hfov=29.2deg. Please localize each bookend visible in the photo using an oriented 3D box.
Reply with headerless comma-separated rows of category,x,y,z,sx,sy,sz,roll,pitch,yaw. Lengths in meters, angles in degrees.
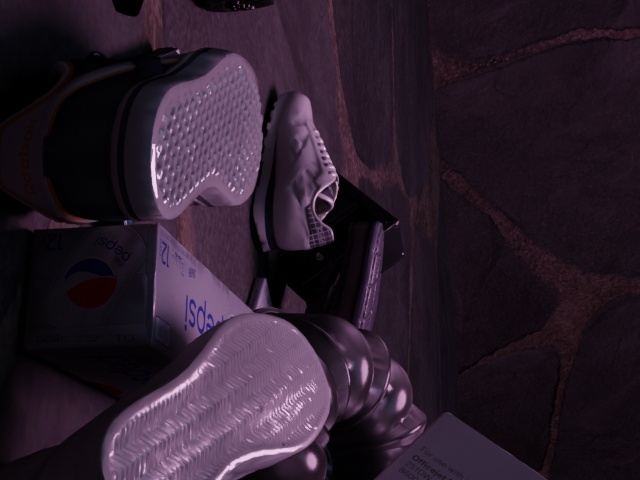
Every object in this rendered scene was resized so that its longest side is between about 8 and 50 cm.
bookend,0.000,0.000,1.597,0.157,0.156,0.072,41,-23,38

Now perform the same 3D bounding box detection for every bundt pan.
bundt pan,0.002,0.218,1.192,0.331,0.124,0.331,22,62,-50

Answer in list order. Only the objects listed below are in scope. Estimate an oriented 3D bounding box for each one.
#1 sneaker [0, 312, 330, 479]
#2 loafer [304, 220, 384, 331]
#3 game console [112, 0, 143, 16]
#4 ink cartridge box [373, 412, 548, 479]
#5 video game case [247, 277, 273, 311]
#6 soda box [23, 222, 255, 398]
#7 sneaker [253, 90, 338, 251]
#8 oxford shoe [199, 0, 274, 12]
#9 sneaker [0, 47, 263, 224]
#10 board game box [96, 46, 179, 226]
sneaker,-0.119,0.140,0.834,0.108,0.169,0.292,64,28,4
loafer,0.011,0.118,1.491,0.109,0.095,0.303,-47,146,-73
game console,-0.090,-0.354,0.908,0.213,0.044,0.361,-101,-148,-64
ink cartridge box,0.030,0.370,0.969,0.395,0.166,0.285,-38,147,-33
video game case,-0.074,0.141,1.415,0.166,0.015,0.119,-77,162,-50
soda box,-0.128,0.073,0.966,0.286,0.098,0.091,56,32,-69
sneaker,-0.021,-0.085,1.507,0.090,0.094,0.235,68,22,-55
oxford shoe,-0.094,-0.282,1.220,0.227,0.082,0.096,15,69,-79
sneaker,-0.130,-0.080,0.904,0.321,0.127,0.126,-29,119,-77
board game box,-0.152,-0.092,1.045,0.186,0.026,0.126,-52,139,-71
